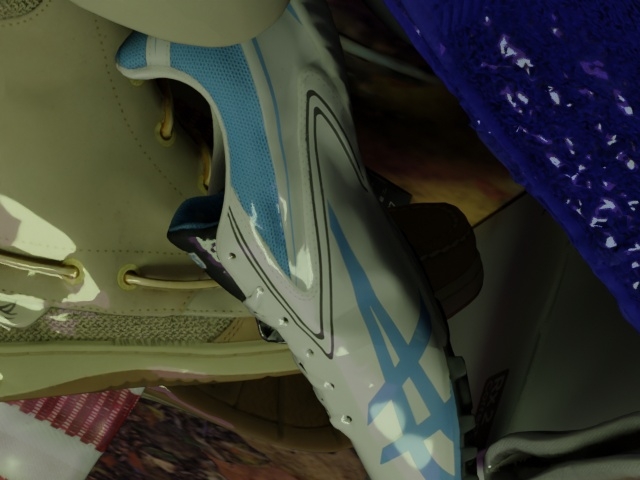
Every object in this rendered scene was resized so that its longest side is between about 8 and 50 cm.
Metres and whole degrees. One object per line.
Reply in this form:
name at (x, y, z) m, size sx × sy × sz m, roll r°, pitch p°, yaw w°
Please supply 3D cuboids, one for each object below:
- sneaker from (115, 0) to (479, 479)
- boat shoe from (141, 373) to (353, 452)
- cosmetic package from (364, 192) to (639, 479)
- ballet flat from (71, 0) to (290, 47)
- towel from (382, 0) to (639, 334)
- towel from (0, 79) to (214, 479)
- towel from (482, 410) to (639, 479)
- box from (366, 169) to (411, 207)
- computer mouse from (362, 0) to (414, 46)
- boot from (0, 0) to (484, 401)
sneaker at (-0.003, 0.014, 0.660) m, size 0.086 × 0.085 × 0.237 m, roll -23°, pitch 105°, yaw 1°
boat shoe at (-0.125, 0.016, 0.899) m, size 0.341 × 0.122 × 0.110 m, roll 28°, pitch 173°, yaw -12°
cosmetic package at (0.143, 0.081, 0.800) m, size 0.183 × 0.151 × 0.151 m, roll 28°, pitch 152°, yaw -12°
ballet flat at (-0.099, -0.149, 0.528) m, size 0.248 × 0.086 × 0.086 m, roll 38°, pitch 149°, yaw -14°
towel at (0.083, -0.087, 0.454) m, size 0.308 × 0.076 × 0.227 m, roll 46°, pitch 153°, yaw -14°
towel at (-0.179, 0.009, 0.793) m, size 0.237 × 0.329 × 0.037 m, roll 30°, pitch -164°, yaw -17°
towel at (0.245, 0.046, 0.552) m, size 0.317 × 0.053 × 0.332 m, roll -10°, pitch 173°, yaw -16°
box at (0.000, 0.000, 0.824) m, size 0.067 × 0.083 × 0.018 m, roll 30°, pitch 152°, yaw -19°
computer mouse at (-0.007, -0.132, 0.617) m, size 0.184 × 0.060 × 0.262 m, roll 1°, pitch 146°, yaw 31°
boot at (-0.062, -0.049, 0.716) m, size 0.262 × 0.203 × 0.095 m, roll -6°, pitch -165°, yaw -11°
